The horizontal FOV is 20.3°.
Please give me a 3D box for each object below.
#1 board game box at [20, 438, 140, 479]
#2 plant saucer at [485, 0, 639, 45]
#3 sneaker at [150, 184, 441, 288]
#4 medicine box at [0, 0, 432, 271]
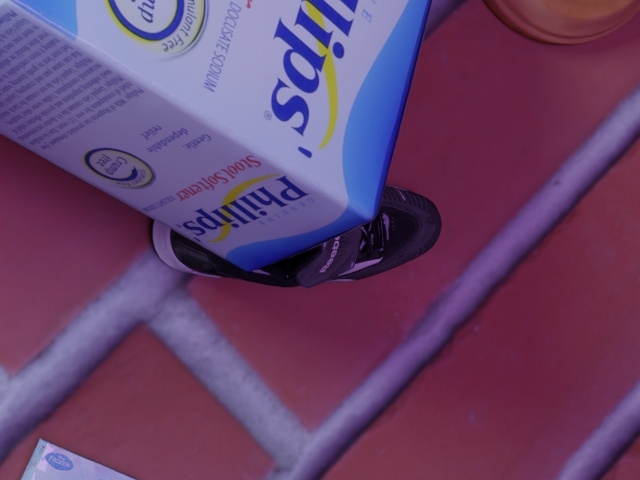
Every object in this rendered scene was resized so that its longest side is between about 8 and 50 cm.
[{"bbox_3d":[-0.184,0.202,1.307,0.090,0.020,0.090,28,85,-28],"label":"board game box"},{"bbox_3d":[0.206,-0.256,1.433,0.200,0.037,0.200,-4,99,-27],"label":"plant saucer"},{"bbox_3d":[0.000,0.000,1.323,0.234,0.106,0.078,-1,99,-28],"label":"sneaker"},{"bbox_3d":[-0.084,-0.168,1.178,0.289,0.149,0.263,30,60,-27],"label":"medicine box"}]
